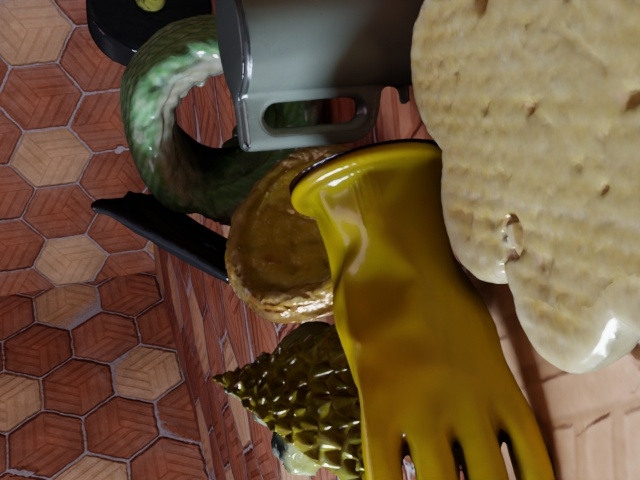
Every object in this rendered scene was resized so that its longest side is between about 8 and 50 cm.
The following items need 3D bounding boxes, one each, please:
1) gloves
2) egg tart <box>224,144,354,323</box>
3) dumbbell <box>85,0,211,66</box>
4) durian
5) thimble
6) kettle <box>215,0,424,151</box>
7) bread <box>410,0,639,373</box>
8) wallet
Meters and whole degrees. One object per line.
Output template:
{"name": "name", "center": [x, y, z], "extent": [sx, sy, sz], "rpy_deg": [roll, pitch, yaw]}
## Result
{"name": "gloves", "center": [0.068, 0.089, 0.528], "extent": [0.116, 0.133, 0.294], "rpy_deg": [127, 131, -68]}
{"name": "egg tart", "center": [0.000, 0.000, 0.719], "extent": [0.074, 0.191, 0.191], "rpy_deg": [48, -170, -43]}
{"name": "dumbbell", "center": [-0.260, -0.423, 1.219], "extent": [0.322, 0.204, 0.203], "rpy_deg": [125, 133, -67]}
{"name": "durian", "center": [-0.017, 0.165, 0.810], "extent": [0.306, 0.167, 0.172], "rpy_deg": [168, 94, -83]}
{"name": "thimble", "center": [-0.109, -0.131, 0.864], "extent": [0.150, 0.219, 0.219], "rpy_deg": [-130, 34, -60]}
{"name": "kettle", "center": [0.001, -0.148, 0.596], "extent": [0.126, 0.148, 0.098], "rpy_deg": [96, 157, -44]}
{"name": "bread", "center": [0.124, -0.087, 0.382], "extent": [0.316, 0.054, 0.316], "rpy_deg": [170, 90, -73]}
{"name": "wallet", "center": [-0.122, 0.011, 0.895], "extent": [0.041, 0.247, 0.323], "rpy_deg": [-58, 2, -1]}
